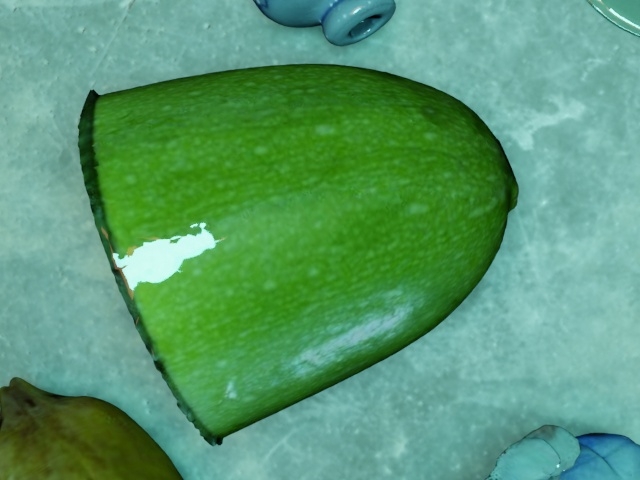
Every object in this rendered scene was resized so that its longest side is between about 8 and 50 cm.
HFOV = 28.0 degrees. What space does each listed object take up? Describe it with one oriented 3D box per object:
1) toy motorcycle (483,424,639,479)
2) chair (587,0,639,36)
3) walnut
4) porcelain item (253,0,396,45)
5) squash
[{"bbox_3d":[0.178,0.282,1.041,0.182,0.241,0.319,42,91,15],"label":"toy motorcycle"},{"bbox_3d":[0.327,-0.312,1.048,0.203,0.275,0.191,33,70,8],"label":"chair"},{"bbox_3d":[-0.197,0.266,1.112,0.209,0.209,0.336,-30,78,7],"label":"walnut"},{"bbox_3d":[-0.024,-0.291,1.125,0.141,0.141,0.259,-30,77,7],"label":"porcelain item"},{"bbox_3d":[0.004,-0.027,1.037,0.308,0.310,0.310,-21,87,5],"label":"squash"}]
